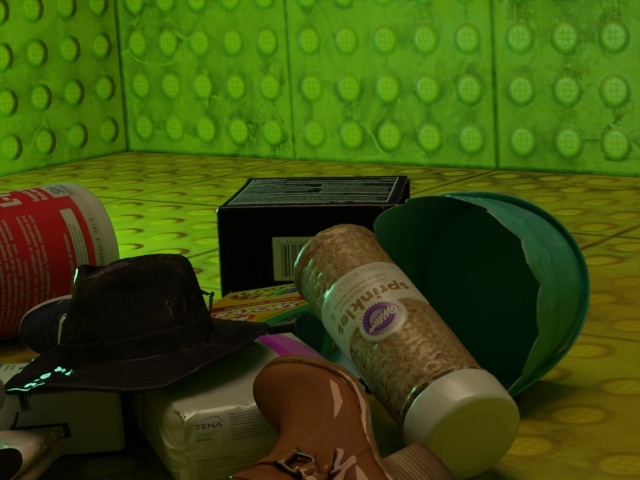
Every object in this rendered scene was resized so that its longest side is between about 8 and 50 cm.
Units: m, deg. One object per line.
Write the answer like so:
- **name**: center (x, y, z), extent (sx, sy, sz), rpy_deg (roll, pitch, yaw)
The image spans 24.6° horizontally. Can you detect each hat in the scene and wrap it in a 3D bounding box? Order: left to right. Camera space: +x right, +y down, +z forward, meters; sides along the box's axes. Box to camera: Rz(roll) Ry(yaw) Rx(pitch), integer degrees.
- **hat**: center (-0.222, 0.082, 1.731), extent (0.331, 0.134, 0.331), rpy_deg (-8, 9, 1)

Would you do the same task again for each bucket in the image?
- **bucket**: center (0.196, 0.070, 1.865), extent (0.281, 0.281, 0.183), rpy_deg (4, 8, 33)

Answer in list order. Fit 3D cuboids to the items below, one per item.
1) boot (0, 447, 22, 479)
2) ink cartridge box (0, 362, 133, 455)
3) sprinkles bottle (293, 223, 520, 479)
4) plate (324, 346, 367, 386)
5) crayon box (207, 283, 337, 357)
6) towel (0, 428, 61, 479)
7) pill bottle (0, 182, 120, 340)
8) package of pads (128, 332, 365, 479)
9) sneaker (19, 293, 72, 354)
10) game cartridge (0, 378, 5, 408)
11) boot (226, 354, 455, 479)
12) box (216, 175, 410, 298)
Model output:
- **boot**: center (-0.377, 0.233, 1.504), extent (0.114, 0.037, 0.106), rpy_deg (0, 13, 44)
- **ink cartridge box**: center (-0.336, 0.203, 1.788), extent (0.203, 0.086, 0.148), rpy_deg (-5, 11, -3)
- **sprinkles bottle**: center (0.089, 0.119, 1.677), extent (0.121, 0.121, 0.355), rpy_deg (-8, 35, -24)
- **plate**: center (0.076, 0.170, 1.998), extent (0.188, 0.024, 0.188), rpy_deg (-3, 10, 1)
- **crayon box**: center (-0.070, 0.122, 2.073), extent (0.202, 0.081, 0.318), rpy_deg (-10, 8, 19)
- **towel**: center (-0.483, 0.273, 1.566), extent (0.331, 0.053, 0.317), rpy_deg (-2, 12, 10)
- **pill bottle**: center (-0.534, 0.049, 2.272), extent (0.407, 0.229, 0.229), rpy_deg (-13, 14, -40)
- **package of pads**: center (-0.097, 0.192, 1.729), extent (0.229, 0.101, 0.296), rpy_deg (-7, 11, -19)
- **sneaker**: center (-0.324, 0.141, 2.073), extent (0.282, 0.099, 0.153), rpy_deg (3, 11, 18)
- **game cartridge**: center (-0.489, 0.211, 1.533), extent (0.196, 0.060, 0.294), rpy_deg (-8, 9, 25)
- **boot**: center (-0.033, 0.227, 1.446), extent (0.220, 0.109, 0.283), rpy_deg (-20, 44, -37)
- **box**: center (0.000, 0.000, 2.476), extent (0.296, 0.183, 0.294), rpy_deg (0, 13, 8)
